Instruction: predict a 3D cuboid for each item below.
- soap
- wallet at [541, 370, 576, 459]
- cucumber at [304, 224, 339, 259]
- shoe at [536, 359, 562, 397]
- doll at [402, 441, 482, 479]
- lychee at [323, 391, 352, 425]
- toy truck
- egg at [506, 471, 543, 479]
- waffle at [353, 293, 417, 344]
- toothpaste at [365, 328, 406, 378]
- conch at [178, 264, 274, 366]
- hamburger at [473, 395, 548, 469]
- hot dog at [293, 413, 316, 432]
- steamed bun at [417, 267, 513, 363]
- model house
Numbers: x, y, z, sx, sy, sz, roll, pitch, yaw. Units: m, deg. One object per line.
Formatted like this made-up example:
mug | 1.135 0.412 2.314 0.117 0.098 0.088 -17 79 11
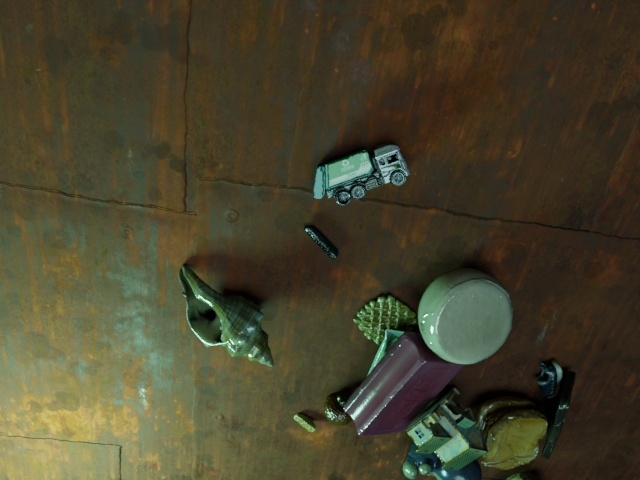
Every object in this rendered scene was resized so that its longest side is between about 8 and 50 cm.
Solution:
soap | 0.264 0.456 1.509 0.232 0.128 0.360 13 120 -40
wallet | 0.813 0.603 1.623 0.042 0.165 0.310 19 130 31
cucumber | 0.000 0.000 1.362 0.032 0.032 0.133 -39 111 17
shoe | 0.768 0.473 1.606 0.071 0.064 0.143 -1 114 -2
doll | 0.436 0.800 1.684 0.258 0.228 0.154 17 81 26
lychee | 0.064 0.571 1.611 0.114 0.114 0.147 6 136 -5
toy truck | 0.099 -0.172 1.236 0.253 0.114 0.124 -20 105 8
egg | 0.783 0.989 1.792 0.203 0.203 0.245 -13 121 5
waffle | 0.204 0.254 1.494 0.183 0.036 0.169 40 111 -19
toothpaste | 0.200 0.398 1.548 0.074 0.048 0.297 11 122 -12
conch | -0.282 0.237 1.417 0.386 0.169 0.203 42 86 15
hamburger | 0.643 0.671 1.660 0.259 0.145 0.283 5 113 -16
hot dog | -0.052 0.642 1.687 0.090 0.034 0.030 38 122 2
steamed bun | 0.411 0.211 1.393 0.282 0.177 0.283 -4 106 -13
model house | 0.430 0.622 1.533 0.178 0.271 0.206 -45 71 23
